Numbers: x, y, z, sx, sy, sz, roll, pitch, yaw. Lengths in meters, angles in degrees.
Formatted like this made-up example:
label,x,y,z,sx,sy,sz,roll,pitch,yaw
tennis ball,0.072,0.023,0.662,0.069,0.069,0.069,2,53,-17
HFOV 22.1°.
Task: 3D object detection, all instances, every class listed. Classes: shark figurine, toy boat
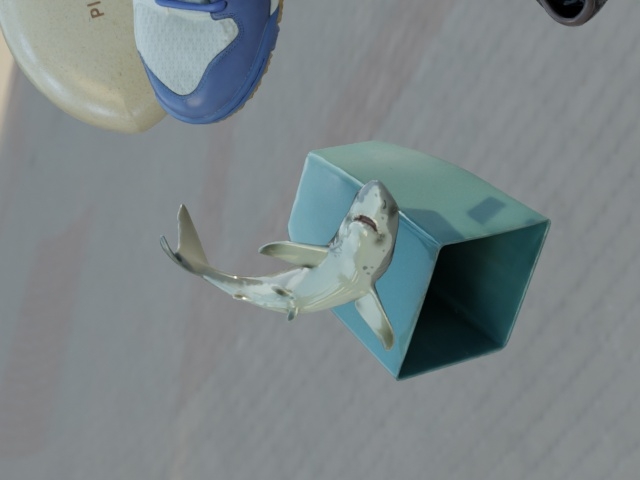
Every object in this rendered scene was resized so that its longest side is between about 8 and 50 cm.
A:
label,x,y,z,sx,sy,sz,roll,pitch,yaw
shark figurine,-0.011,0.017,1.547,0.278,0.166,0.116,-10,30,37
toy boat,-0.130,-0.237,1.452,0.148,0.318,0.268,-101,2,-76

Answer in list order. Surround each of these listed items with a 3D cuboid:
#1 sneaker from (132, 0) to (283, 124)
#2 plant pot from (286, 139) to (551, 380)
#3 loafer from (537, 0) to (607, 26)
label,x,y,z,sx,sy,sz,roll,pitch,yaw
sneaker,-0.090,-0.226,1.078,0.131,0.111,0.297,-5,-81,-71
plant pot,0.084,0.001,1.722,0.234,0.165,0.166,39,126,37
loafer,0.151,-0.303,1.250,0.109,0.303,0.095,-20,21,24
